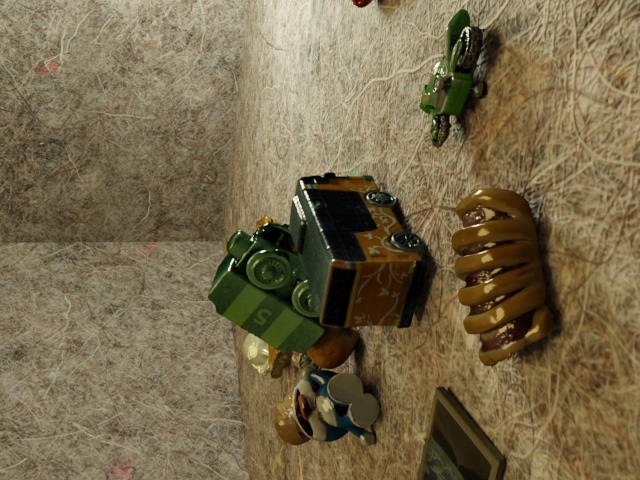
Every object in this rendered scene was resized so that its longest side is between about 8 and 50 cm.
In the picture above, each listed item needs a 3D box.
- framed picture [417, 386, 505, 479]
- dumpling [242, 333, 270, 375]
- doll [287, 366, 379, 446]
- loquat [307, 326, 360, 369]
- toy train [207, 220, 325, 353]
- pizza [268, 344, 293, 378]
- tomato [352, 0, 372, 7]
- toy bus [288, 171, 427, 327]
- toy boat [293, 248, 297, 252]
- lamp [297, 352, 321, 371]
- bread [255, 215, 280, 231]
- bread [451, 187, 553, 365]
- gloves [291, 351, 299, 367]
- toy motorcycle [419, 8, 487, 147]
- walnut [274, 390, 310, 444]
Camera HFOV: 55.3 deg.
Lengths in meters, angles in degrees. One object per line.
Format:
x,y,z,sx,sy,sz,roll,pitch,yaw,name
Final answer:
0.210,0.385,0.951,0.189,0.023,0.259,-129,41,-62,framed picture
-0.189,0.369,2.192,0.193,0.147,0.258,-58,22,5,dumpling
0.026,0.373,1.366,0.215,0.161,0.257,58,154,8,doll
0.029,0.230,1.412,0.113,0.137,0.137,53,158,5,loquat
-0.091,0.105,1.332,0.238,0.299,0.166,-51,14,25,toy train
-0.121,0.281,2.008,0.223,0.090,0.323,133,138,-62,pizza
0.083,-0.568,1.260,0.159,0.091,0.139,61,172,1,tomato
0.058,0.010,1.160,0.323,0.194,0.161,-112,26,-53,toy bus
0.000,0.000,1.608,0.282,0.096,0.205,-18,58,64,toy boat
-0.019,0.272,1.548,0.193,0.106,0.106,-75,-11,-73,lamp
-0.194,-0.025,2.289,0.200,0.077,0.115,159,111,-72,bread
0.222,0.044,0.779,0.134,0.081,0.224,137,131,-68,bread
-0.045,0.295,1.726,0.094,0.111,0.144,54,171,53,gloves
0.195,-0.236,0.912,0.106,0.074,0.190,-95,14,-47,toy motorcycle
-0.056,0.491,1.697,0.166,0.149,0.166,-62,-5,-9,walnut
